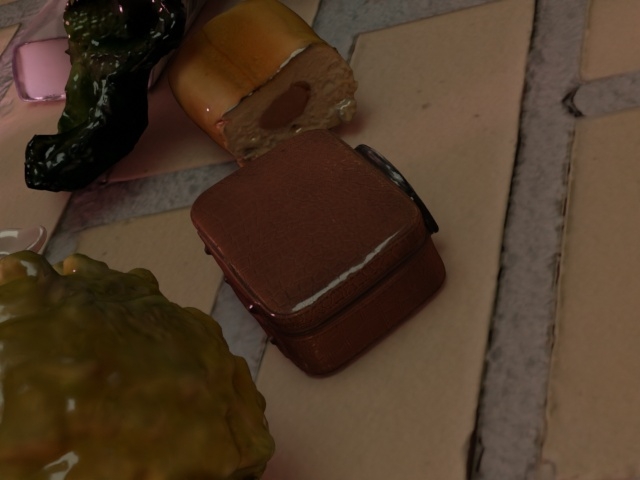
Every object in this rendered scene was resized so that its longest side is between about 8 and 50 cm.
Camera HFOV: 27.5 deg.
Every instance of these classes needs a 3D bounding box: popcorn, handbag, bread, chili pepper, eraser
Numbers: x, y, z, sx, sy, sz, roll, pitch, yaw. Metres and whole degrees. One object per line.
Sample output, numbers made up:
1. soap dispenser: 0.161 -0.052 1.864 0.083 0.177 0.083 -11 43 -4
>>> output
1. popcorn: -0.155 0.131 0.788 0.225 0.249 0.249 -47 19 44
2. handbag: 0.000 0.000 0.964 0.151 0.072 0.193 -33 35 -6
3. bread: -0.053 -0.137 1.145 0.134 0.085 0.173 -39 37 1
4. chili pepper: -0.189 -0.170 1.190 0.116 0.264 0.148 12 5 -8
5. eraser: -0.176 -0.312 1.437 0.213 0.082 0.397 -1 45 30

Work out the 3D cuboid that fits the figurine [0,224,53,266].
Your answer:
1. figurine: -0.339 0.051 1.080 0.235 0.127 0.155 -5 24 24
